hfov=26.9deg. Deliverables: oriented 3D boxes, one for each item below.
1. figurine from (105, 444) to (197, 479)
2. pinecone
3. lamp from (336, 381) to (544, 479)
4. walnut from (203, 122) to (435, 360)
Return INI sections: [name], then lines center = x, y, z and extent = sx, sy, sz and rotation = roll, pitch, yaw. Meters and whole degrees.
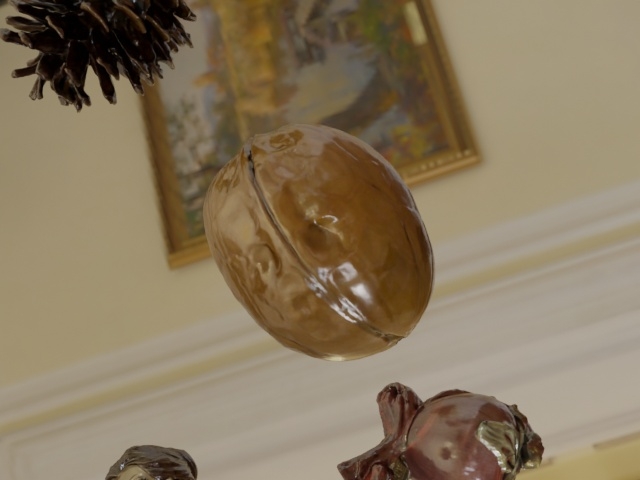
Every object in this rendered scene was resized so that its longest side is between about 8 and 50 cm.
[figurine]
center = -0.174, 0.388, 1.636
extent = 0.315, 0.168, 0.187
rotation = 56, 148, 32
[pinecone]
center = -0.199, -0.189, 1.162
extent = 0.163, 0.165, 0.163
rotation = 40, 172, 7
[lamp]
center = 0.161, 0.280, 1.693
extent = 0.215, 0.223, 0.151
rotation = -58, -46, -43
[walnut]
center = 0.000, 0.000, 1.080
extent = 0.207, 0.167, 0.167
rotation = 55, -172, 8
